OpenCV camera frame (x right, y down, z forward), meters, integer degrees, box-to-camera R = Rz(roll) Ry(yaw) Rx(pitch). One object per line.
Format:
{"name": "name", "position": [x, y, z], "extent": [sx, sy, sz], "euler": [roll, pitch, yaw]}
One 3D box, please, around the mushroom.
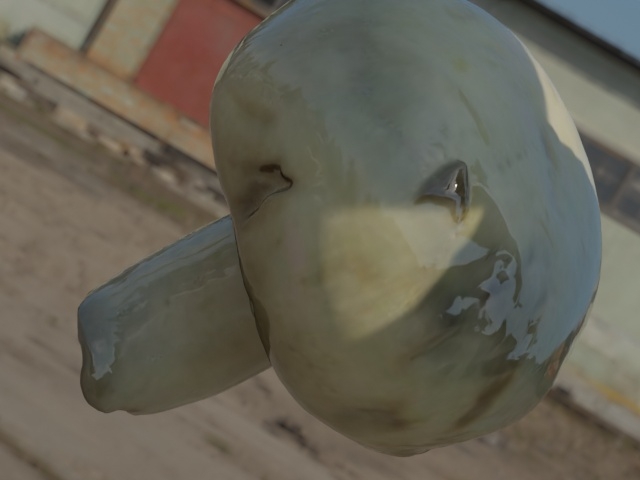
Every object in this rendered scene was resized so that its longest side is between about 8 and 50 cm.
{"name": "mushroom", "position": [0.000, 0.000, 1.136], "extent": [0.314, 0.336, 0.314], "euler": [54, 23, -36]}
